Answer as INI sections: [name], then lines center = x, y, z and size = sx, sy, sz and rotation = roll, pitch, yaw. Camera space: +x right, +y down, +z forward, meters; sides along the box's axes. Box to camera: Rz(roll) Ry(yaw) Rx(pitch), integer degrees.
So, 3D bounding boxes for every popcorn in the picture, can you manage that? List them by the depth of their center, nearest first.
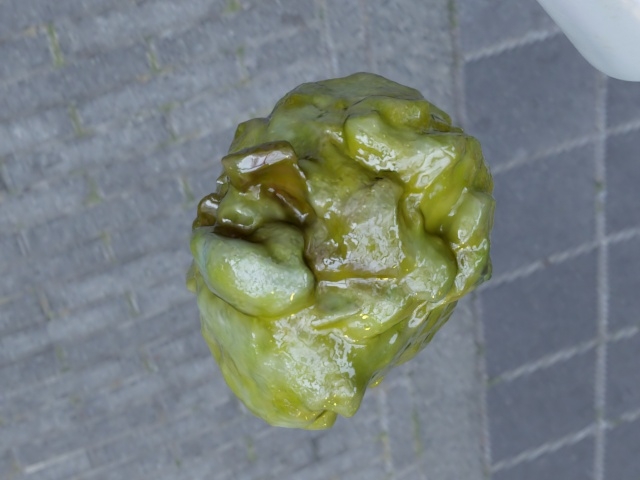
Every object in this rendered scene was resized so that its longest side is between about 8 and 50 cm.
[popcorn]
center = 0.000, 0.000, 1.003
size = 0.233, 0.192, 0.266
rotation = -54, 153, 7

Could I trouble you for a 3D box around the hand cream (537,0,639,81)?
[hand cream]
center = 0.152, -0.234, 0.934
size = 0.185, 0.118, 0.359
rotation = -45, 137, 3
